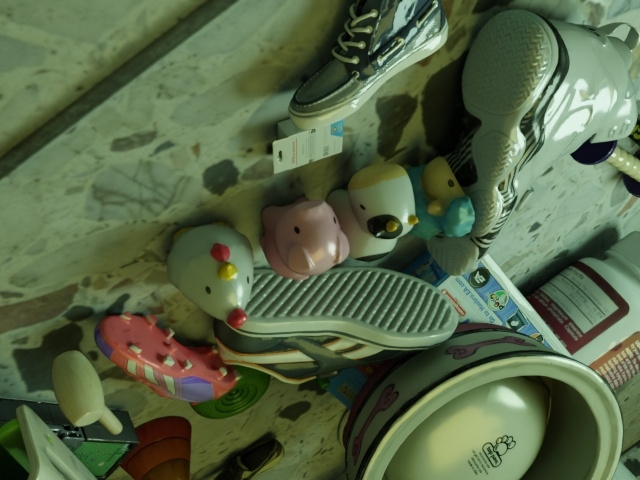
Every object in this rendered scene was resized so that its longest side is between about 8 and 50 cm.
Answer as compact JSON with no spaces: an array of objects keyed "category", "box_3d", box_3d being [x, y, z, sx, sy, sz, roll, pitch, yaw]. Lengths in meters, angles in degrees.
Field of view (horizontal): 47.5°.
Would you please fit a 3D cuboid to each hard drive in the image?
[{"category":"hard drive","box_3d":[-0.427,0.335,0.937,0.339,0.064,0.236,-47,143,18]}]

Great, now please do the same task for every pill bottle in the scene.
[{"category":"pill bottle","box_3d":[0.469,0.172,1.321,0.392,0.224,0.224,-37,144,4]}]

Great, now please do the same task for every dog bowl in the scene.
[{"category":"dog bowl","box_3d":[0.216,0.298,1.050,0.407,0.150,0.408,-7,116,-14]}]

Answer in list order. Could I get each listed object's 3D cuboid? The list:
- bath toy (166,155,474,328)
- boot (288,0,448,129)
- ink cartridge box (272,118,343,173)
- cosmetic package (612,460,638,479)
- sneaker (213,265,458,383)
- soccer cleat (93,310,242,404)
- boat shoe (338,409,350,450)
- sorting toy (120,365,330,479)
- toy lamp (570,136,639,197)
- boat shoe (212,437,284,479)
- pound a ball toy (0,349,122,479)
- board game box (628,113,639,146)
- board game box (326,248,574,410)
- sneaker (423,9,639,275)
[{"category":"bath toy","box_3d":[0.000,0.000,0.837,0.348,0.129,0.151,-19,142,-20]},{"category":"boot","box_3d":[0.037,-0.193,0.708,0.190,0.069,0.086,-38,138,-9]},{"category":"ink cartridge box","box_3d":[-0.019,-0.108,0.781,0.083,0.028,0.048,-21,142,-19]},{"category":"cosmetic package","box_3d":[0.438,0.570,1.578,0.394,0.329,0.327,-47,169,15]},{"category":"sneaker","box_3d":[0.016,0.112,0.962,0.320,0.126,0.128,6,133,-16]},{"category":"soccer cleat","box_3d":[-0.198,0.159,0.907,0.095,0.083,0.248,-38,147,13]},{"category":"boat shoe","box_3d":[0.126,0.316,1.322,0.116,0.097,0.325,-6,136,-34]},{"category":"sorting toy","box_3d":[-0.127,0.266,1.042,0.365,0.126,0.127,-38,144,6]},{"category":"toy lamp","box_3d":[0.475,-0.119,1.118,0.274,0.080,0.080,16,121,-46]},{"category":"boat shoe","box_3d":[-0.133,0.386,1.240,0.152,0.056,0.049,-36,140,-15]},{"category":"pound a ball toy","box_3d":[-0.296,0.288,0.820,0.208,0.136,0.319,-25,143,-13]},{"category":"board game box","box_3d":[0.492,-0.141,1.056,0.259,0.136,0.030,12,122,-45]},{"category":"board game box","box_3d":[0.193,0.182,1.123,0.302,0.086,0.308,-41,120,5]},{"category":"sneaker","box_3d":[0.261,-0.110,0.906,0.210,0.137,0.366,-11,135,-25]}]
